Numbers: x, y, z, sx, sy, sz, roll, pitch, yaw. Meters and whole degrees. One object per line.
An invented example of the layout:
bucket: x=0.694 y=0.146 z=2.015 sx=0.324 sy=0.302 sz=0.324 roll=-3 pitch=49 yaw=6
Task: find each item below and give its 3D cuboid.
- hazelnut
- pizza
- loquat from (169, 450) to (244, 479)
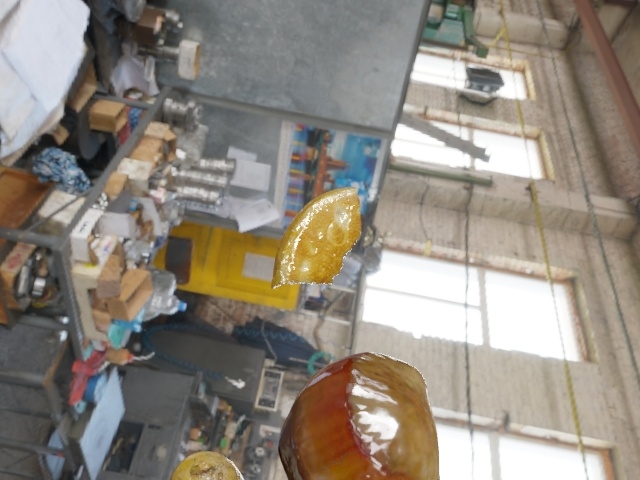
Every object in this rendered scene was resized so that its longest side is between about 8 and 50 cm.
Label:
hazelnut: x=0.081 y=0.411 z=1.279 sx=0.366 sy=0.365 sz=0.366 roll=11 pitch=90 yaw=-90
pizza: x=0.000 y=0.000 z=1.560 sx=0.074 sy=0.182 sz=0.365 roll=-7 pitch=-135 yaw=55
loquat: x=-0.319 y=0.713 z=1.696 sx=0.235 sy=0.235 sz=0.235 roll=11 pitch=90 yaw=-90
